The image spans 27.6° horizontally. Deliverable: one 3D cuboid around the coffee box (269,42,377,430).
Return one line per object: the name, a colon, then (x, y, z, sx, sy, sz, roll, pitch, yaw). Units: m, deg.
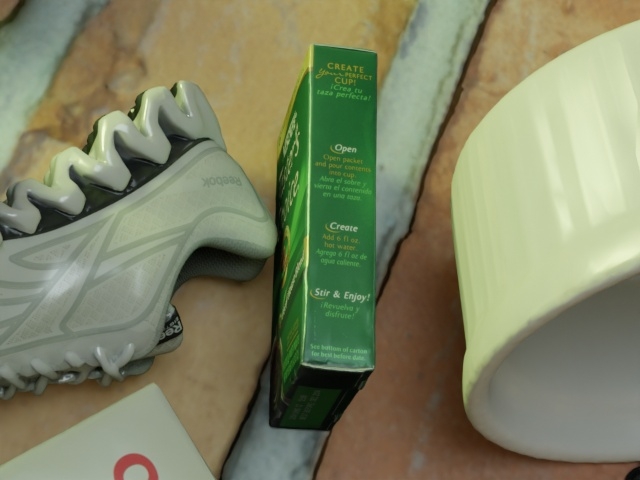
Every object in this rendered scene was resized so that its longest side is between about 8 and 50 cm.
coffee box: (0.000, 0.000, 0.704, 0.040, 0.113, 0.184, 6, 66, -9)

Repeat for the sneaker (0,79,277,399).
sneaker: (-0.143, 0.034, 0.659, 0.292, 0.110, 0.118, -37, 88, -26)

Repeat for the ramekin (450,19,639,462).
ramekin: (0.199, 0.002, 0.671, 0.277, 0.277, 0.135, 0, 59, -15)

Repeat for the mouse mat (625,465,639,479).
mouse mat: (0.271, 0.199, 0.743, 0.189, 0.007, 0.153, 0, 66, -16)

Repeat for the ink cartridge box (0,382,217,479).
ink cartridge box: (-0.148, 0.236, 0.544, 0.307, 0.129, 0.223, -28, 75, -24)
